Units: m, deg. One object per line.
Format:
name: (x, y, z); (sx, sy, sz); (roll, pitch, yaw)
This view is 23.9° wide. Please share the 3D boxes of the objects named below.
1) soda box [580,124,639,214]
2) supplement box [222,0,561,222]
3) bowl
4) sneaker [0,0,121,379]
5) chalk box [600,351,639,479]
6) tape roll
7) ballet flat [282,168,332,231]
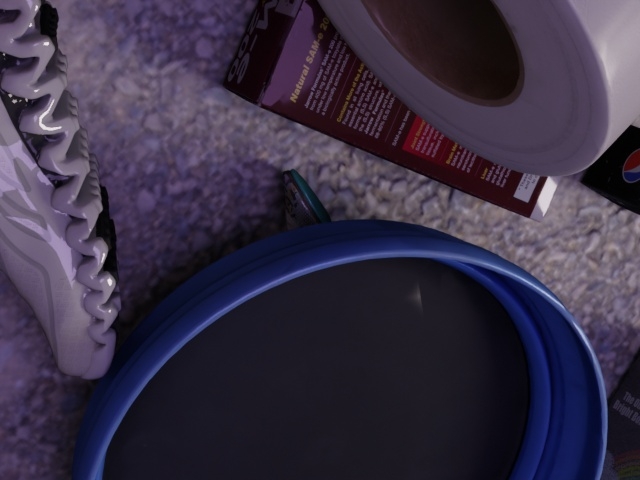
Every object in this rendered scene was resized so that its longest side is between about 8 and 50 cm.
soda box: (0.263, -0.036, 1.089); (0.053, 0.169, 0.060); (27, 94, -29)
supplement box: (0.069, -0.114, 1.034); (0.239, 0.073, 0.130); (22, 94, -28)
bowl: (0.012, 0.163, 1.060); (0.391, 0.077, 0.391); (-10, 120, -17)
sneaker: (-0.197, -0.045, 0.934); (0.118, 0.110, 0.292); (-16, 109, -5)
chalk box: (0.310, 0.167, 1.193); (0.132, 0.132, 0.213); (30, 94, -28)
tape roll: (0.119, -0.180, 0.866); (0.169, 0.246, 0.246); (-44, 118, -17)
ballet flat: (0.000, 0.000, 1.061); (0.041, 0.041, 0.114); (-45, 117, -5)
